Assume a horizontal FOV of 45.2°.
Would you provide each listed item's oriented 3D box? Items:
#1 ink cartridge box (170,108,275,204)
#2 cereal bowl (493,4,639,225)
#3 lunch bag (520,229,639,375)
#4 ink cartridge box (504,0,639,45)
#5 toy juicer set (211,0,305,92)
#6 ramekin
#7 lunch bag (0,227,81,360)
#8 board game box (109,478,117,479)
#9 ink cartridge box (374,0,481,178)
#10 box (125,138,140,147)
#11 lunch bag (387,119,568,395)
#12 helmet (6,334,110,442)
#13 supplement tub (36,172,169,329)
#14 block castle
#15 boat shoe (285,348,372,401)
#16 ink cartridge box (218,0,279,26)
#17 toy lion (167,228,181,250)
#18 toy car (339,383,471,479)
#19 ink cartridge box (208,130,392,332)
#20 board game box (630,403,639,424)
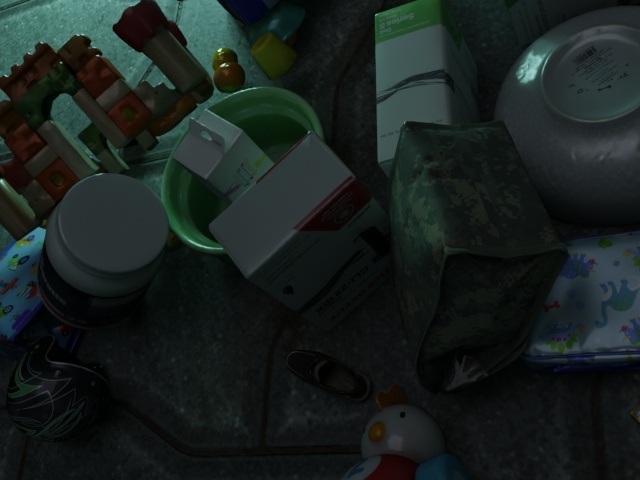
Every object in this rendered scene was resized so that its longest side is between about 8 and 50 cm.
[{"bbox_3d":[-0.144,-0.119,1.147,0.092,0.143,0.090,31,83,35],"label":"ink cartridge box"},{"bbox_3d":[0.403,-0.196,1.083,0.338,0.141,0.339,-12,62,23],"label":"cereal bowl"},{"bbox_3d":[0.356,0.087,0.997,0.218,0.090,0.176,-8,62,24],"label":"lunch bag"},{"bbox_3d":[0.408,-0.448,1.158,0.289,0.211,0.122,-18,59,20],"label":"ink cartridge box"},{"bbox_3d":[-0.112,-0.394,1.498,0.209,0.089,0.329,-26,37,34],"label":"toy juicer set"},{"bbox_3d":[-0.101,-0.090,1.292,0.303,0.148,0.304,-12,62,22],"label":"ramekin"},{"bbox_3d":[-0.534,0.076,1.466,0.220,0.138,0.293,7,60,33],"label":"lunch bag"},{"bbox_3d":[-0.386,0.520,1.217,0.260,0.030,0.136,-45,56,1],"label":"board game box"},{"bbox_3d":[0.169,-0.195,1.169,0.114,0.198,0.273,-11,61,24],"label":"ink cartridge box"},{"bbox_3d":[-0.401,-0.233,1.561,0.062,0.083,0.052,-7,65,25],"label":"box"},{"bbox_3d":[0.174,0.029,0.991,0.168,0.287,0.235,-1,46,-10],"label":"lunch bag"},{"bbox_3d":[-0.442,0.257,1.295,0.169,0.169,0.161,-42,38,4],"label":"helmet"},{"bbox_3d":[-0.364,0.024,1.280,0.272,0.191,0.191,134,142,-56],"label":"supplement tub"},{"bbox_3d":[-0.415,-0.220,1.353,0.453,0.303,0.213,-41,96,3],"label":"block castle"},{"bbox_3d":[0.006,0.195,1.154,0.152,0.049,0.056,14,74,33],"label":"boat shoe"},{"bbox_3d":[-0.111,-0.572,1.480,0.395,0.151,0.270,-43,30,3],"label":"ink cartridge box"},{"bbox_3d":[-0.281,-0.034,1.436,0.096,0.034,0.100,-48,53,9],"label":"toy lion"},{"bbox_3d":[0.097,0.285,0.985,0.219,0.210,0.238,-32,42,25],"label":"toy car"},{"bbox_3d":[0.000,0.000,1.120,0.197,0.273,0.114,-42,58,3],"label":"ink cartridge box"},{"bbox_3d":[0.468,0.196,0.923,0.154,0.026,0.103,-44,55,2],"label":"board game box"}]
